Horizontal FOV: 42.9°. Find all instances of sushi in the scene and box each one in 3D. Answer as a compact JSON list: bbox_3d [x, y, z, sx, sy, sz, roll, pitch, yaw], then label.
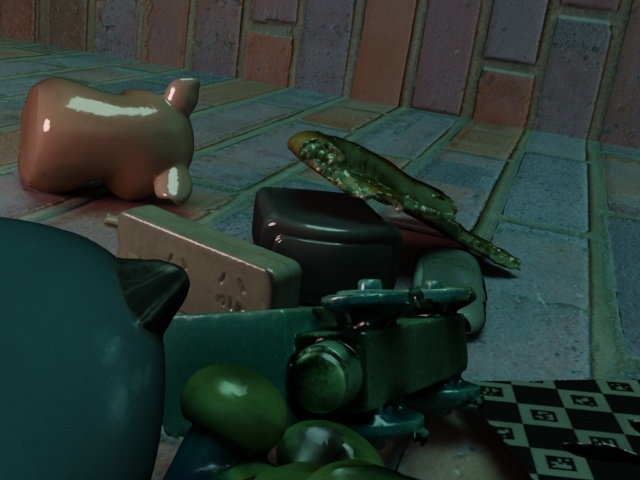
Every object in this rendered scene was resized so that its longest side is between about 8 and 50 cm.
[{"bbox_3d":[0.243,0.188,0.664,0.192,0.043,0.279,1,13,-9],"label":"sushi"}]

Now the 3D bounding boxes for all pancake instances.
[{"bbox_3d":[0.106,-0.074,1.155,0.427,0.067,0.305,24,8,-43],"label":"pancake"}]

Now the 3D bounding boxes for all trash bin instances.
[{"bbox_3d":[0.000,0.000,1.051,0.176,0.101,0.236,2,17,-12],"label":"trash bin"}]

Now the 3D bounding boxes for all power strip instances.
[{"bbox_3d":[-0.150,0.027,0.912,0.288,0.093,0.053,19,24,31],"label":"power strip"}]

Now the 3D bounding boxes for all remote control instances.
[{"bbox_3d":[0.165,0.056,1.032,0.097,0.045,0.256,8,21,2],"label":"remote control"}]

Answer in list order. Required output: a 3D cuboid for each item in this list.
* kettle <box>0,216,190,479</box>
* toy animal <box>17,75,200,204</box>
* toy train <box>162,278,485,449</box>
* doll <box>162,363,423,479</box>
[{"bbox_3d":[-0.232,0.113,0.433,0.319,0.247,0.342,-23,13,14],"label":"kettle"},{"bbox_3d":[-0.327,-0.146,1.245,0.256,0.195,0.213,3,-6,-19],"label":"toy animal"},{"bbox_3d":[0.019,0.096,0.676,0.194,0.120,0.298,-5,-5,26],"label":"toy train"},{"bbox_3d":[0.005,0.184,0.375,0.198,0.186,0.322,34,-9,-19],"label":"doll"}]
